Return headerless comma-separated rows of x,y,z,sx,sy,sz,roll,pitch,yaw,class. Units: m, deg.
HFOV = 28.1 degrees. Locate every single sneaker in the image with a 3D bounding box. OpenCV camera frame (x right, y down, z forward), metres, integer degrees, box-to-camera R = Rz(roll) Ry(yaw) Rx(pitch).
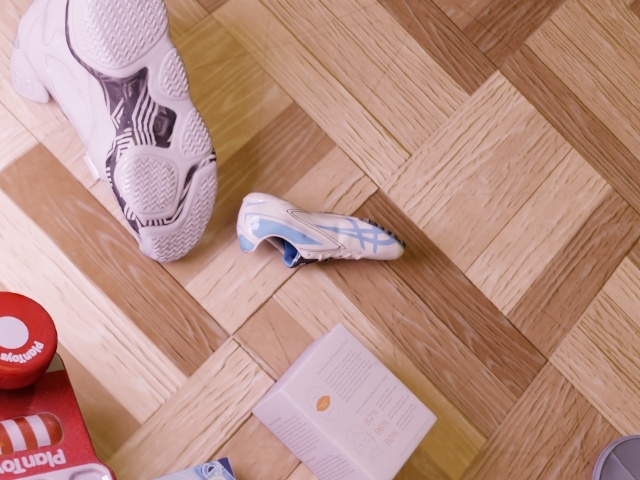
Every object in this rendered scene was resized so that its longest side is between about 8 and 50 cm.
0.000,0.000,1.644,0.237,0.085,0.086,12,87,-27,sneaker
-0.253,-0.156,1.551,0.137,0.210,0.365,-28,116,-35,sneaker

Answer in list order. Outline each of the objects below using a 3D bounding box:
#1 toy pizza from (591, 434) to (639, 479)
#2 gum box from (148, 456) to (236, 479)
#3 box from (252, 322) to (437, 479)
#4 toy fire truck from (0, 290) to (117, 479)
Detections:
0.443,0.360,1.721,0.201,0.032,0.201,12,60,-22,toy pizza
-0.161,0.338,1.403,0.184,0.041,0.157,-11,71,-33,gum box
0.029,0.210,1.538,0.170,0.091,0.130,45,54,-2,box
-0.362,0.204,1.249,0.302,0.169,0.253,-7,57,-36,toy fire truck
